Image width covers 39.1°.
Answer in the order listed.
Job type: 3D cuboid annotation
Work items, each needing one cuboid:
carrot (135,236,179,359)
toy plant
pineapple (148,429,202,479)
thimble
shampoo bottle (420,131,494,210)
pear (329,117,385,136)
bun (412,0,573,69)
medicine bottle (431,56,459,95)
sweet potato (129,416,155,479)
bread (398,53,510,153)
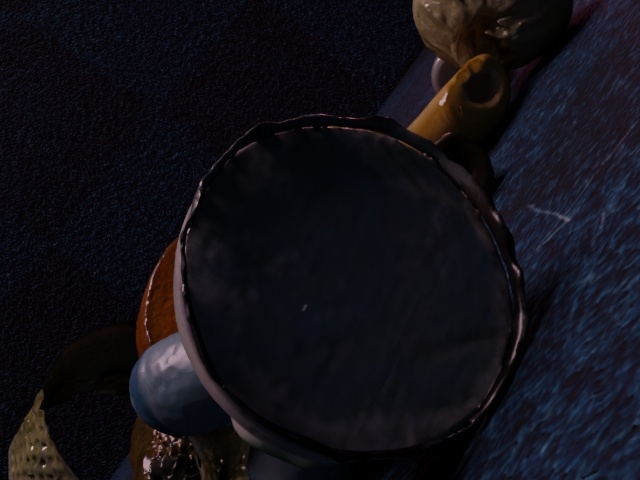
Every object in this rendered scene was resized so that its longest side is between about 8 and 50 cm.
[{"bbox_3d":[-0.088,0.085,1.093,0.307,0.258,0.100,-53,-14,-38],"label":"carrot"},{"bbox_3d":[-0.022,0.079,0.690,0.247,0.247,0.332,-56,3,-29],"label":"toy plant"},{"bbox_3d":[-0.193,0.329,1.241,0.125,0.125,0.251,-51,16,25],"label":"pineapple"},{"bbox_3d":[-0.215,0.242,1.064,0.150,0.270,0.271,-52,4,35],"label":"thimble"},{"bbox_3d":[0.101,-0.035,1.096,0.126,0.084,0.350,-56,5,-13],"label":"shampoo bottle"},{"bbox_3d":[0.058,-0.147,1.769,0.219,0.187,0.187,13,-58,-50],"label":"pear"},{"bbox_3d":[0.224,-0.288,1.182,0.222,0.222,0.128,140,141,-68],"label":"bun"},{"bbox_3d":[0.233,-0.275,1.404,0.107,0.107,0.191,-50,6,25],"label":"medicine bottle"},{"bbox_3d":[-0.249,0.355,1.437,0.130,0.130,0.423,-52,13,9],"label":"sweet potato"},{"bbox_3d":[0.149,-0.126,1.227,0.142,0.091,0.305,-53,4,-34],"label":"bread"}]
